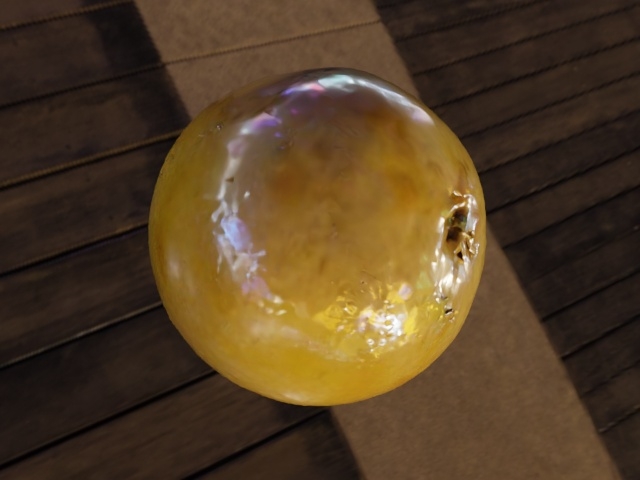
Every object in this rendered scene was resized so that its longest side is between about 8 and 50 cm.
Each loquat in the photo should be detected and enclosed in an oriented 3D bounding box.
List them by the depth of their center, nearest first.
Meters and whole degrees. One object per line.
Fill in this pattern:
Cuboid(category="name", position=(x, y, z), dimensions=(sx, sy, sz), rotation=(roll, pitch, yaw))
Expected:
Cuboid(category="loquat", position=(0.000, 0.000, 0.807), dimensions=(0.263, 0.263, 0.263), rotation=(13, 61, -26))
